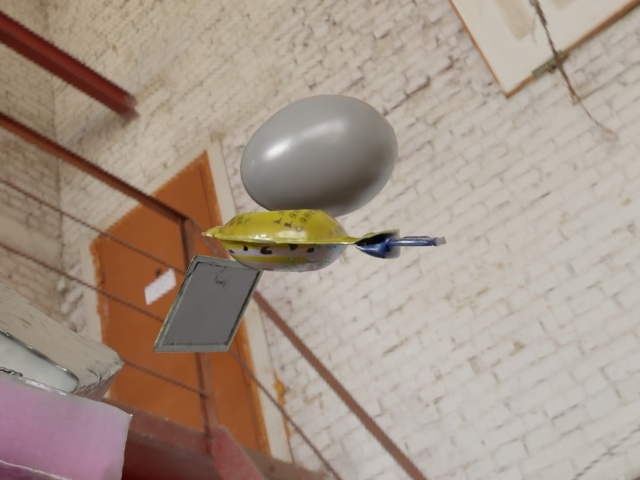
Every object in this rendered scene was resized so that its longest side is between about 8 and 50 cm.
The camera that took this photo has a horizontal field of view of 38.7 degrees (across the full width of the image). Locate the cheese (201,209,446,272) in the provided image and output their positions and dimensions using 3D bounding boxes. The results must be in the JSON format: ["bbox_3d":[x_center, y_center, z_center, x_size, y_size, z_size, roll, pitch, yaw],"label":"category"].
[{"bbox_3d":[0.000,0.000,0.930,0.250,0.064,0.156,1,3,20],"label":"cheese"}]

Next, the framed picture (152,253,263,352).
[{"bbox_3d":[-0.227,0.134,1.885,0.273,0.016,0.216,15,-78,-63],"label":"framed picture"}]

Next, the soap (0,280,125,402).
[{"bbox_3d":[-0.405,0.249,0.862,0.435,0.213,0.350,-58,-1,-7],"label":"soap"}]

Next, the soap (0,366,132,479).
[{"bbox_3d":[-0.248,0.201,0.585,0.181,0.081,0.259,21,-64,-12],"label":"soap"}]

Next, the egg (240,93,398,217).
[{"bbox_3d":[-0.004,-0.114,1.289,0.232,0.176,0.176,-24,-35,-28],"label":"egg"}]
